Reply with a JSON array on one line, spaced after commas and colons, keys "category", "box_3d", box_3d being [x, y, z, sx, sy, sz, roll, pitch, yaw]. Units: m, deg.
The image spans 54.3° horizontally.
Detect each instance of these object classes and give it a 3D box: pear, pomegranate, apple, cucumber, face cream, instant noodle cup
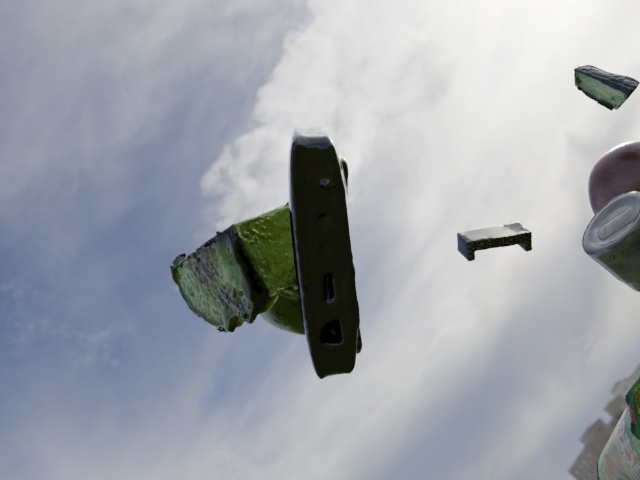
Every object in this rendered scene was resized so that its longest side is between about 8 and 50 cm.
[{"category": "pear", "box_3d": [-0.104, 0.039, 1.129, 0.255, 0.164, 0.238, -29, 0, -44]}, {"category": "pomegranate", "box_3d": [-0.069, 0.078, 1.392, 0.236, 0.302, 0.236, -21, -57, -36]}, {"category": "apple", "box_3d": [0.926, -0.134, 1.794, 0.306, 0.235, 0.305, -3, -83, -21]}, {"category": "cucumber", "box_3d": [0.803, -0.434, 1.748, 0.085, 0.193, 0.115, -52, -40, -1]}, {"category": "face cream", "box_3d": [0.691, 0.002, 1.370, 0.153, 0.177, 0.177, 35, -78, -11]}, {"category": "instant noodle cup", "box_3d": [0.542, 0.333, 0.978, 0.207, 0.207, 0.232, -28, -33, -22]}]

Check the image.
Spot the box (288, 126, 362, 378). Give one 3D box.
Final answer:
[{"category": "box", "box_3d": [0.000, 0.000, 0.822, 0.073, 0.289, 0.290, -6, -78, -1]}]

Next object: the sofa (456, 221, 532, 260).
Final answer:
[{"category": "sofa", "box_3d": [0.305, 0.002, 1.096, 0.118, 0.060, 0.039, -10, -71, -5]}]
